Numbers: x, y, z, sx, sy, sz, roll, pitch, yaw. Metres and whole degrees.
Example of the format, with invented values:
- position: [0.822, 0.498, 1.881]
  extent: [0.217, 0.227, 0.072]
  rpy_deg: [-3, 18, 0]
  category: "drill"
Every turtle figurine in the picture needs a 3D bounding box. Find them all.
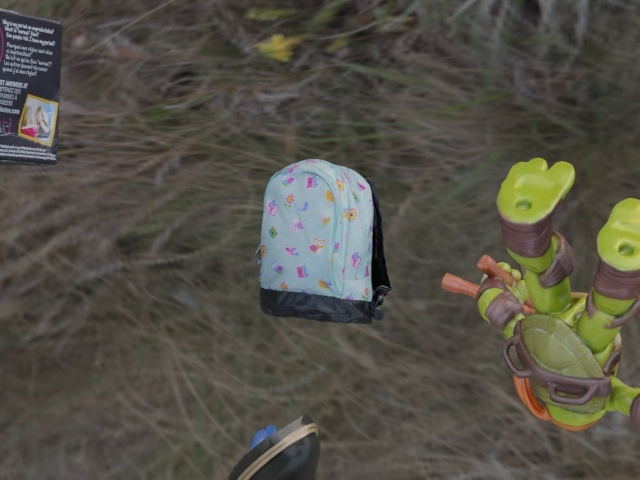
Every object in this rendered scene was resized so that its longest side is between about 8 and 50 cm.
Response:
- position: [0.153, 0.052, 1.035]
  extent: [0.087, 0.269, 0.217]
  rpy_deg: [-32, 140, -20]
  category: "turtle figurine"

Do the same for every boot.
- position: [-0.008, 0.228, 1.228]
  extent: [0.077, 0.198, 0.137]
  rpy_deg: [-26, 65, -25]
  category: "boot"

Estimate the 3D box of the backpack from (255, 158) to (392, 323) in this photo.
- position: [0.000, 0.000, 1.843]
  extent: [0.152, 0.115, 0.182]
  rpy_deg: [5, 90, 27]
  category: "backpack"

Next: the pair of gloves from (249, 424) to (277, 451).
- position: [-0.075, 0.310, 1.807]
  extent: [0.023, 0.159, 0.198]
  rpy_deg: [11, 127, 16]
  category: "pair of gloves"

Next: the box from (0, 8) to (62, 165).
- position: [-0.384, -0.143, 1.487]
  extent: [0.247, 0.163, 0.142]
  rpy_deg: [1, 90, 25]
  category: "box"
